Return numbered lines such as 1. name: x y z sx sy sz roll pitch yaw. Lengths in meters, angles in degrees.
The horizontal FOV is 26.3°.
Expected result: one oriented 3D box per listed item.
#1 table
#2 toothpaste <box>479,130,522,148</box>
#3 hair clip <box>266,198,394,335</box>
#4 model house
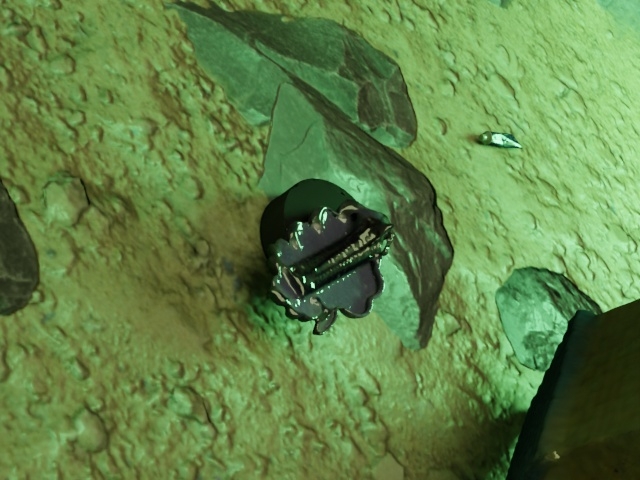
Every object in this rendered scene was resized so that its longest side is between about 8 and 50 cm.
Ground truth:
1. table: 0.000 0.000 1.494 0.133 0.043 0.133 23 51 -31
2. toothpaste: 0.239 -0.134 1.825 0.083 0.019 0.027 1 47 -47
3. hair clip: 0.018 0.024 1.428 0.124 0.052 0.195 51 47 4
4. model house: 0.382 0.268 1.484 0.382 0.342 0.334 54 32 -14
